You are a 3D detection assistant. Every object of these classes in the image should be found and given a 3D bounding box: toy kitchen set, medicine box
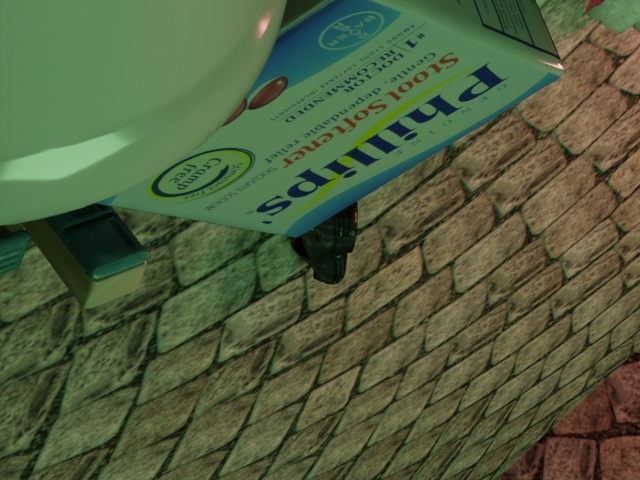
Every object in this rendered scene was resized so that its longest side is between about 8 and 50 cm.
[{"bbox_3d":[-0.227,-0.024,1.187,0.207,0.122,0.166,-23,152,-37],"label":"toy kitchen set"},{"bbox_3d":[-0.020,-0.136,1.150,0.263,0.149,0.289,-31,158,28],"label":"medicine box"}]

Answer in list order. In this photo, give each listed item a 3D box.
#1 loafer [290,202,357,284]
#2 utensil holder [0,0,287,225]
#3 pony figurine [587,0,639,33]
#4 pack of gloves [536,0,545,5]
[{"bbox_3d":[0.000,0.000,1.703,0.061,0.062,0.170,4,156,-4],"label":"loafer"},{"bbox_3d":[-0.152,-0.247,0.629,0.327,0.327,0.385,-29,153,-26],"label":"utensil holder"},{"bbox_3d":[0.496,-0.256,1.676,0.363,0.302,0.351,-60,-164,-25],"label":"pony figurine"},{"bbox_3d":[0.257,-0.321,1.530,0.195,0.046,0.232,-8,140,-34],"label":"pack of gloves"}]
